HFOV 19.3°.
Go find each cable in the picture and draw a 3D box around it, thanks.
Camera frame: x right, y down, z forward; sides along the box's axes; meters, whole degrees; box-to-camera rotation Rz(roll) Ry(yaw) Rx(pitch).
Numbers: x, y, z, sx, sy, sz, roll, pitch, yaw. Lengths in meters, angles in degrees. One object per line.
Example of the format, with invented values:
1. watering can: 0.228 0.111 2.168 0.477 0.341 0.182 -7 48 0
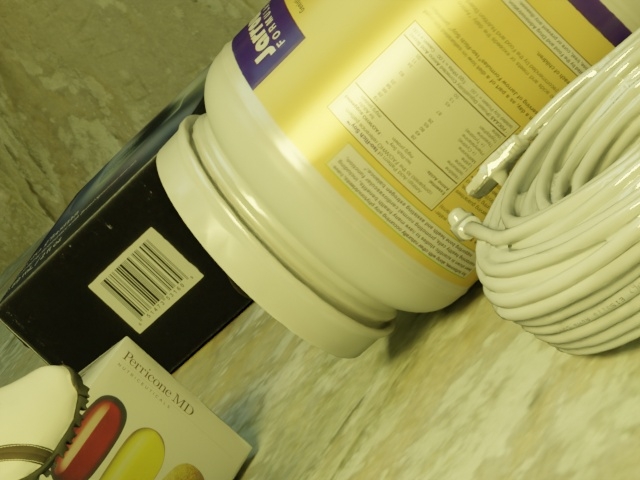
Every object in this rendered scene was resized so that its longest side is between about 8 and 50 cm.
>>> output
1. cable: 0.193 -0.045 1.039 0.257 0.089 0.257 -44 12 11

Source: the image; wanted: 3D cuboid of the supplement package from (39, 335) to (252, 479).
1. supplement package: -0.183 0.214 1.387 0.134 0.139 0.244 -36 16 48

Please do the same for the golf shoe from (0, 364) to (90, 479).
1. golf shoe: -0.227 0.121 1.100 0.198 0.094 0.077 -37 32 -21

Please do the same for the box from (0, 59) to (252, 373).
1. box: -0.152 -0.018 1.978 0.296 0.183 0.294 -41 11 25

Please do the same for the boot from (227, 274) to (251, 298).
1. boot: 0.000 0.000 1.581 0.263 0.091 0.229 -40 13 23

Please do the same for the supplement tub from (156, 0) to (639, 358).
1. supplement tub: 0.074 -0.103 1.282 0.331 0.241 0.241 -44 12 13
